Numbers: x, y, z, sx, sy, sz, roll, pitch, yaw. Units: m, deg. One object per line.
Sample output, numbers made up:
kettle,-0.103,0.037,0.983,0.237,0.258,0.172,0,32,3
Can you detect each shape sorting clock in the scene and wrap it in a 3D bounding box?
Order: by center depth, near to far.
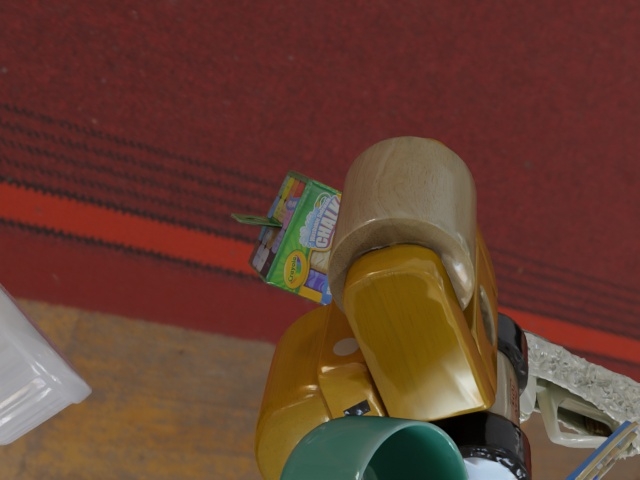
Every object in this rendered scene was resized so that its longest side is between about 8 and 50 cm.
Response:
shape sorting clock,0.340,0.312,1.552,0.206,0.040,0.206,-40,163,-15

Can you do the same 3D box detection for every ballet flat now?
ballet flat,0.330,0.222,1.771,0.408,0.147,0.147,21,99,-22

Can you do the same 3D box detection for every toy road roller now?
toy road roller,0.042,0.095,1.049,0.240,0.202,0.330,-12,121,15

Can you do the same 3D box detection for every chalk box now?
chalk box,0.000,0.000,1.942,0.289,0.180,0.179,24,93,-16

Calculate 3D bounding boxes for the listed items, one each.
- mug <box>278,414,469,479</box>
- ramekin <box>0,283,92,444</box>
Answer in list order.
mug,0.024,0.199,0.852,0.129,0.097,0.158,54,54,-29
ramekin,-0.389,0.109,1.349,0.127,0.273,0.273,-41,131,-11
